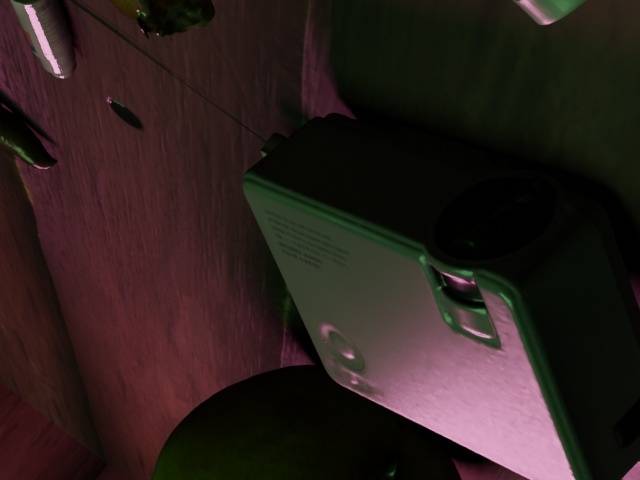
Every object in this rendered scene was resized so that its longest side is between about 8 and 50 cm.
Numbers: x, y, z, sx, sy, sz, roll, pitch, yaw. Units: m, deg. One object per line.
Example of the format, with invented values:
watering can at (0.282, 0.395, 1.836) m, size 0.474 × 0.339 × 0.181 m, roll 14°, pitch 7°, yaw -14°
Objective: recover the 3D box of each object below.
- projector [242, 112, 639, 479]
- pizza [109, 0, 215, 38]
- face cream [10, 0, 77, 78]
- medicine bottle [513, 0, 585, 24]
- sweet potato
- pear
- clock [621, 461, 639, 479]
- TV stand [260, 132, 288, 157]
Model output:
projector at (0.086, 0.032, 1.240) m, size 0.256 × 0.099 × 0.192 m, roll 23°, pitch 147°, yaw 47°
pizza at (-0.176, -0.251, 1.131) m, size 0.365 × 0.074 × 0.182 m, roll 45°, pitch 165°, yaw -19°
face cream at (-0.208, -0.161, 1.517) m, size 0.034 × 0.034 × 0.130 m, roll 33°, pitch 164°, yaw 18°
medicine bottle at (0.066, -0.160, 0.835) m, size 0.140 × 0.079 × 0.079 m, roll 43°, pitch 163°, yaw -14°
sweet potato at (-0.354, -0.138, 1.855) m, size 0.249 × 0.059 × 0.069 m, roll 41°, pitch 127°, yaw -11°
pear at (-0.016, 0.239, 1.814) m, size 0.269 × 0.269 × 0.321 m, roll 44°, pitch 145°, yaw -16°
clock at (0.218, 0.157, 1.422) m, size 0.279 × 0.049 × 0.273 m, roll 40°, pitch 164°, yaw -3°
TV stand at (0.000, 0.000, 1.486) m, size 0.036 × 0.042 × 0.249 m, roll 35°, pitch 164°, yaw 28°
